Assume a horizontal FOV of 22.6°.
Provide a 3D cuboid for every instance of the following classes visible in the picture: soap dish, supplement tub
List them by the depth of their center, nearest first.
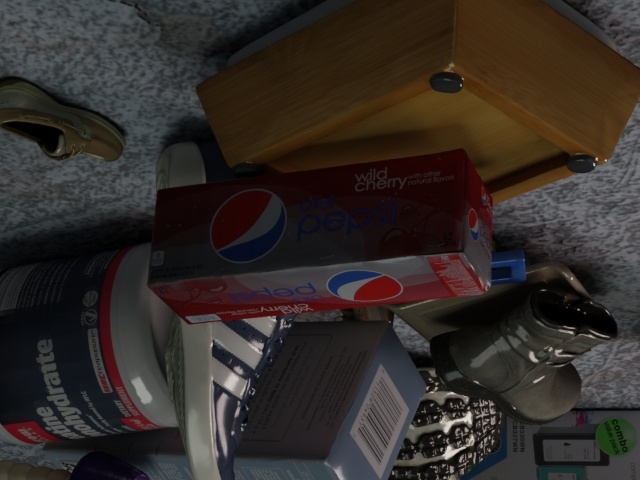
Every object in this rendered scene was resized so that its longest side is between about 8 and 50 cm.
[{"bbox_3d":[0.077,-0.106,1.277,0.229,0.118,0.290,26,146,-38],"label":"soap dish"},{"bbox_3d":[-0.255,0.111,1.659,0.272,0.191,0.191,-10,150,24],"label":"supplement tub"}]

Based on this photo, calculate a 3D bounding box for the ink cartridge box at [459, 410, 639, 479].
[{"bbox_3d":[0.317,0.341,2.049,0.270,0.198,0.197,-2,152,8],"label":"ink cartridge box"}]

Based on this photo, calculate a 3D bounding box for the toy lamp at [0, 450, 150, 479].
[{"bbox_3d":[-0.300,0.251,1.698,0.274,0.080,0.080,6,157,30],"label":"toy lamp"}]

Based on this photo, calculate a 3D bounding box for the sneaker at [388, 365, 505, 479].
[{"bbox_3d":[0.018,0.210,1.933,0.410,0.158,0.182,-7,-161,-10],"label":"sneaker"}]

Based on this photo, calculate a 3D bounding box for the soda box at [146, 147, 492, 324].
[{"bbox_3d":[0.000,0.000,1.261,0.263,0.092,0.083,-6,152,20],"label":"soda box"}]

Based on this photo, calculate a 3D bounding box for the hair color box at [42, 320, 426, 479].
[{"bbox_3d":[-0.094,0.191,1.716,0.374,0.185,0.114,-2,134,33],"label":"hair color box"}]

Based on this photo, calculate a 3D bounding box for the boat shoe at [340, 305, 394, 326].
[{"bbox_3d":[0.049,0.067,1.691,0.059,0.063,0.170,3,144,5],"label":"boat shoe"}]

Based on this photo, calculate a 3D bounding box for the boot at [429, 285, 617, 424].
[{"bbox_3d":[0.242,0.119,1.646,0.161,0.083,0.246,-27,151,33],"label":"boot"}]

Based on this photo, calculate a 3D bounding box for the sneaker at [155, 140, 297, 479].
[{"bbox_3d":[-0.066,0.077,1.485,0.148,0.131,0.350,-6,113,-13],"label":"sneaker"}]

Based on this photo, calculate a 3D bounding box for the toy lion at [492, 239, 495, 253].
[{"bbox_3d":[0.121,0.005,1.594,0.100,0.034,0.096,-7,159,19],"label":"toy lion"}]

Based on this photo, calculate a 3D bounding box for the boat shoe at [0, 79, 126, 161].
[{"bbox_3d":[-0.232,-0.094,1.412,0.135,0.045,0.050,24,147,-36],"label":"boat shoe"}]

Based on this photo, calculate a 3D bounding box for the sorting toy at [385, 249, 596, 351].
[{"bbox_3d":[0.183,0.062,1.654,0.196,0.047,0.347,-12,157,19],"label":"sorting toy"}]
